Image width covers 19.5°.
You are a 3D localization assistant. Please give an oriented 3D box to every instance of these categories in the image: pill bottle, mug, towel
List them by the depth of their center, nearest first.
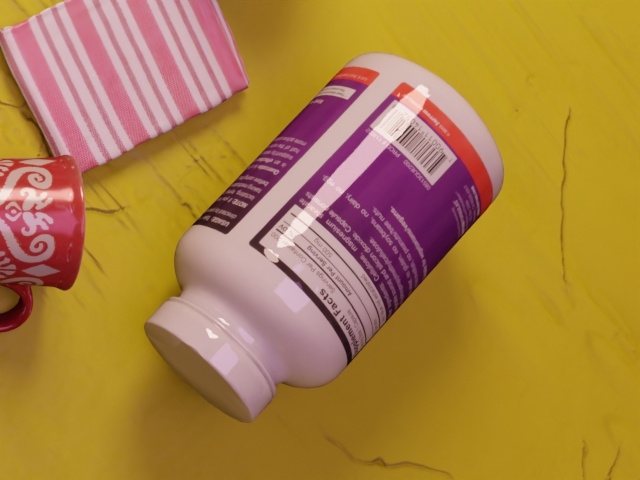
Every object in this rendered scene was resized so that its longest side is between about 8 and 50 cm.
[{"bbox_3d":[-0.287,0.001,1.517,0.169,0.113,0.150,2,89,-24],"label":"mug"},{"bbox_3d":[-0.169,-0.157,1.619,0.197,0.029,0.144,-30,104,-21],"label":"towel"},{"bbox_3d":[0.000,0.000,1.621,0.323,0.181,0.181,-47,110,-17],"label":"pill bottle"}]
